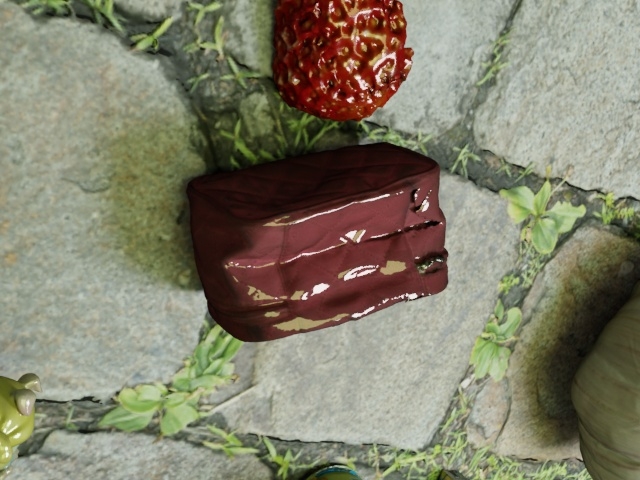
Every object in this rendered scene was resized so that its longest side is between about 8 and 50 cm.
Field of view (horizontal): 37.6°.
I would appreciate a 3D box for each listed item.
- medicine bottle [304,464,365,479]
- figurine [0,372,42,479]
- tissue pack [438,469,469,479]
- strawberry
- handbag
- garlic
[{"bbox_3d":[0.061,0.335,0.945,0.124,0.239,0.124,-11,112,-27],"label":"medicine bottle"},{"bbox_3d":[-0.291,0.120,0.704,0.155,0.127,0.235,18,97,-18],"label":"figurine"},{"bbox_3d":[0.159,0.323,1.113,0.035,0.063,0.083,10,106,-39],"label":"tissue pack"},{"bbox_3d":[0.015,-0.184,0.796,0.121,0.082,0.188,-26,125,-17],"label":"strawberry"},{"bbox_3d":[0.000,0.000,0.824,0.225,0.146,0.135,-15,112,-26],"label":"handbag"},{"bbox_3d":[0.448,0.184,1.116,0.318,0.259,0.317,-17,122,-29],"label":"garlic"}]
